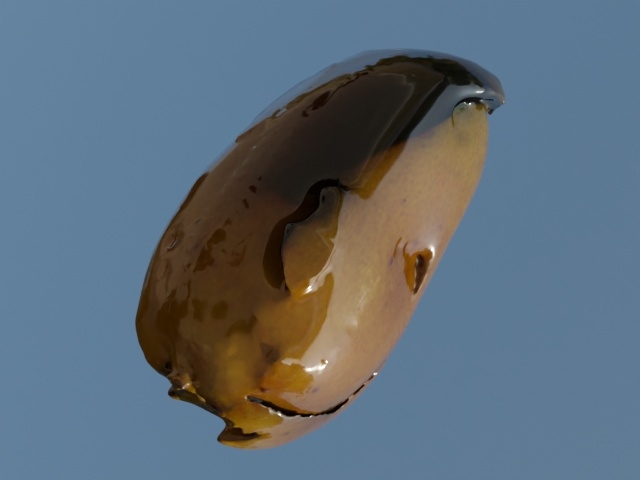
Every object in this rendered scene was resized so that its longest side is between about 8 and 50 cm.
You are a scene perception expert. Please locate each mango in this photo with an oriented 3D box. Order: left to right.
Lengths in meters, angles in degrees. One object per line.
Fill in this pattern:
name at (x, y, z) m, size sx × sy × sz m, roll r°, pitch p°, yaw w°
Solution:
mango at (0.000, 0.000, 1.214) m, size 0.153 × 0.201 × 0.287 m, roll 20°, pitch -123°, yaw 35°
